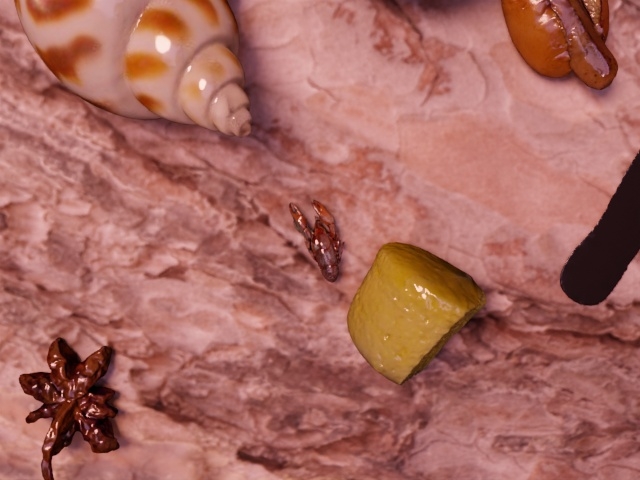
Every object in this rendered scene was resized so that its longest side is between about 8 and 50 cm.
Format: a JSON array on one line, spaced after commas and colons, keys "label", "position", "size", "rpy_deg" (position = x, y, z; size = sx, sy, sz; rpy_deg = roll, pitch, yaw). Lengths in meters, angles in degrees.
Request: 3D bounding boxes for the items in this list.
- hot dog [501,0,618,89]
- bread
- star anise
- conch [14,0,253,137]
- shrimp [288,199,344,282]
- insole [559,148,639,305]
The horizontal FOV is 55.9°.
[{"label": "hot dog", "position": [0.225, -0.203, 0.565], "size": [0.089, 0.060, 0.140], "rpy_deg": [-22, 107, 6]}, {"label": "bread", "position": [0.088, 0.065, 0.588], "size": [0.111, 0.129, 0.114], "rpy_deg": [38, 105, 26]}, {"label": "star anise", "position": [-0.255, 0.195, 0.613], "size": [0.097, 0.070, 0.191], "rpy_deg": [-7, 91, -13]}, {"label": "conch", "position": [-0.149, -0.192, 0.495], "size": [0.182, 0.149, 0.275], "rpy_deg": [-41, 100, 10]}, {"label": "shrimp", "position": [0.002, -0.004, 0.611], "size": [0.038, 0.029, 0.092], "rpy_deg": [-29, 99, 4]}, {"label": "insole", "position": [0.342, -0.040, 0.638], "size": [0.086, 0.005, 0.253], "rpy_deg": [34, 98, -9]}]
